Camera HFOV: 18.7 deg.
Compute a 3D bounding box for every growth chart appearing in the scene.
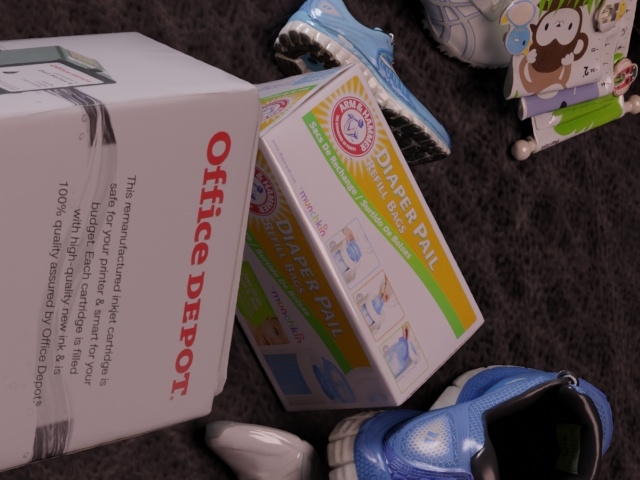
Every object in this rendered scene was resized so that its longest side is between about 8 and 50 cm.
[{"bbox_3d":[0.195,-0.170,1.464,0.172,0.021,0.237,-27,136,-33],"label":"growth chart"}]

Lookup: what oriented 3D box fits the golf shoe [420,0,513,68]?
[{"bbox_3d":[0.110,-0.183,1.418,0.176,0.086,0.069,32,63,-37],"label":"golf shoe"}]

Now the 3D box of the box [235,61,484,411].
[{"bbox_3d":[0.000,0.000,1.274,0.103,0.114,0.203,-41,111,-38],"label":"box"}]

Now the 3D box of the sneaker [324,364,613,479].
[{"bbox_3d":[0.140,0.154,1.340,0.330,0.147,0.129,-12,93,-60],"label":"sneaker"}]

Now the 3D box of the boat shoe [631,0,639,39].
[{"bbox_3d":[0.200,-0.297,1.513,0.123,0.123,0.342,-27,117,-11],"label":"boat shoe"}]

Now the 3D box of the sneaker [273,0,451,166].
[{"bbox_3d":[0.042,-0.115,1.363,0.162,0.063,0.073,44,54,-30],"label":"sneaker"}]

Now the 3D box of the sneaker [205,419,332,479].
[{"bbox_3d":[-0.021,0.166,1.276,0.152,0.054,0.061,38,63,-34],"label":"sneaker"}]

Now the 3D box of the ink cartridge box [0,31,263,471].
[{"bbox_3d":[-0.186,0.010,1.049,0.289,0.121,0.211,-10,118,-44],"label":"ink cartridge box"}]
